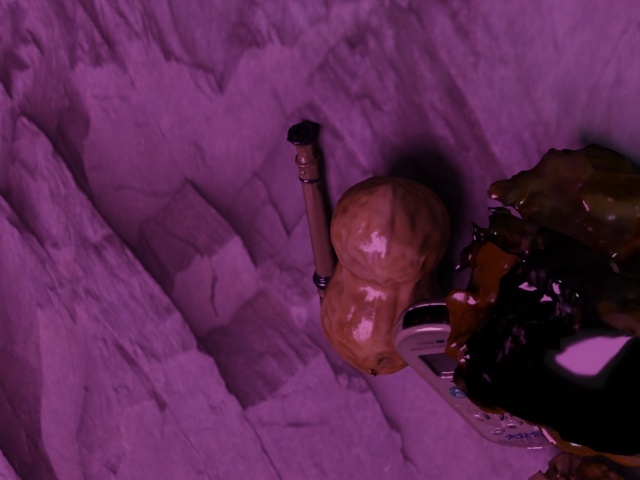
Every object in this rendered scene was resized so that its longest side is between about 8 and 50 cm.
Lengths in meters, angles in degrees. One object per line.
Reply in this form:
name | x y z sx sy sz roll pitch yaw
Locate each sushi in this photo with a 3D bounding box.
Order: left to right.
sushi | 0.191 0.060 1.216 0.200 0.213 0.204 47 139 37

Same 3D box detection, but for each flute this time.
flute | 0.000 0.000 1.476 0.027 0.027 0.233 21 140 29

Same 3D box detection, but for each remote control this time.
remote control | 0.127 0.102 1.379 0.078 0.042 0.221 -8 147 28

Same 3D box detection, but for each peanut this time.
peanut | 0.049 0.025 1.382 0.229 0.098 0.103 92 160 -51

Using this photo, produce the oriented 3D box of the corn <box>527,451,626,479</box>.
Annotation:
corn | 0.276 0.294 1.448 0.305 0.106 0.106 45 146 -7
